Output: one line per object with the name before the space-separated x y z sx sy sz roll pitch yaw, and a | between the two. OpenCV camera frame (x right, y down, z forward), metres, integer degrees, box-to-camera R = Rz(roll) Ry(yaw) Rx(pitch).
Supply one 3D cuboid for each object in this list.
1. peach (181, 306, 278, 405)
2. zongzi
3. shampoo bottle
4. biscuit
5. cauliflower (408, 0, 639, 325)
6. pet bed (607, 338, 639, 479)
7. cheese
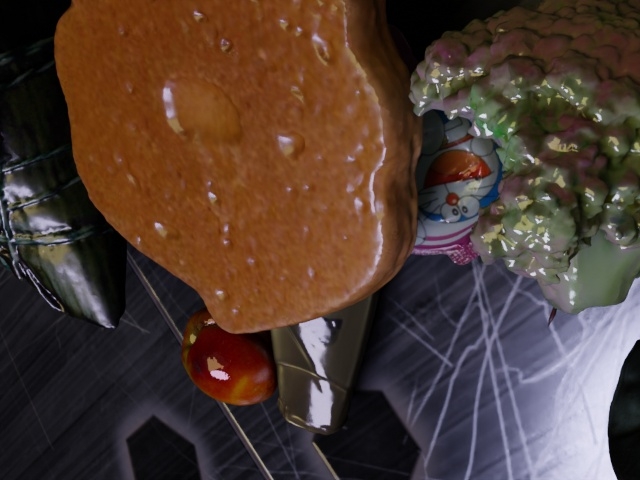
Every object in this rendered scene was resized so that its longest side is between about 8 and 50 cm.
peach | -0.084 0.112 1.061 0.101 0.101 0.100 12 110 35
zongzi | -0.356 -0.125 1.040 0.319 0.362 0.383 26 121 51
shampoo bottle | 0.000 0.000 0.962 0.125 0.084 0.350 8 109 19
biscuit | -0.077 -0.129 0.849 0.350 0.078 0.455 14 122 39
cauliflower | 0.192 -0.041 0.745 0.239 0.256 0.315 -104 11 -55
pet bed | 0.284 0.114 0.735 0.201 0.053 0.201 -30 42 32
cheese | 0.068 -0.089 0.860 0.155 0.062 0.244 -33 102 7
